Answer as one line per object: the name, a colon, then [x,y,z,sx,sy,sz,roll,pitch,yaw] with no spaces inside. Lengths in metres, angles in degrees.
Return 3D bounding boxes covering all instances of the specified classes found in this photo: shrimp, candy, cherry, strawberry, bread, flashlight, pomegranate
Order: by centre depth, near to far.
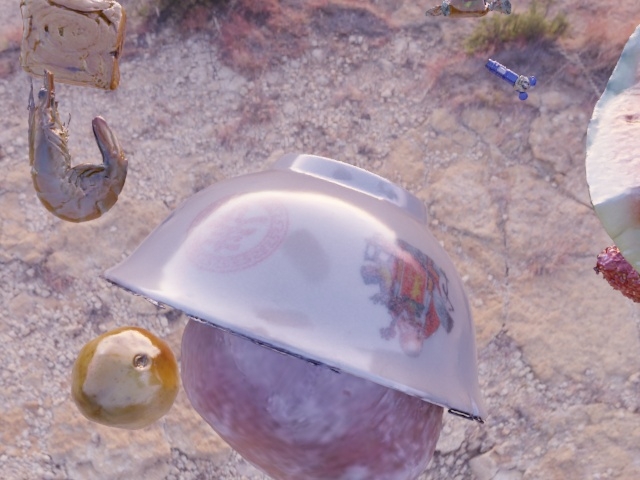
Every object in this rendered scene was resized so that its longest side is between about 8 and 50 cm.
cherry: [-0.010,0.092,0.571,0.213,0.236,0.285,-39,85,-4]
shrimp: [-0.256,-0.099,0.693,0.095,0.045,0.162,-5,95,2]
bread: [-0.403,-0.324,1.095,0.158,0.143,0.149,1,99,-15]
strawberry: [0.650,0.043,1.276,0.228,0.098,0.174,22,92,-21]
candy: [0.312,-0.492,1.394,0.182,0.053,0.046,-2,93,1]
pomegranate: [-0.413,0.289,1.409,0.233,0.233,0.233,1,58,-1]
flashlight: [0.416,-0.359,1.457,0.121,0.035,0.057,30,98,-9]

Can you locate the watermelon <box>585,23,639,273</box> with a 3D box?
watermelon: [0.297,-0.066,0.444,0.260,0.176,0.256,-9,83,12]

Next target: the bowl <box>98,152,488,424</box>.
bowl: [0.002,0.022,0.584,0.345,0.345,0.157,19,82,11]
